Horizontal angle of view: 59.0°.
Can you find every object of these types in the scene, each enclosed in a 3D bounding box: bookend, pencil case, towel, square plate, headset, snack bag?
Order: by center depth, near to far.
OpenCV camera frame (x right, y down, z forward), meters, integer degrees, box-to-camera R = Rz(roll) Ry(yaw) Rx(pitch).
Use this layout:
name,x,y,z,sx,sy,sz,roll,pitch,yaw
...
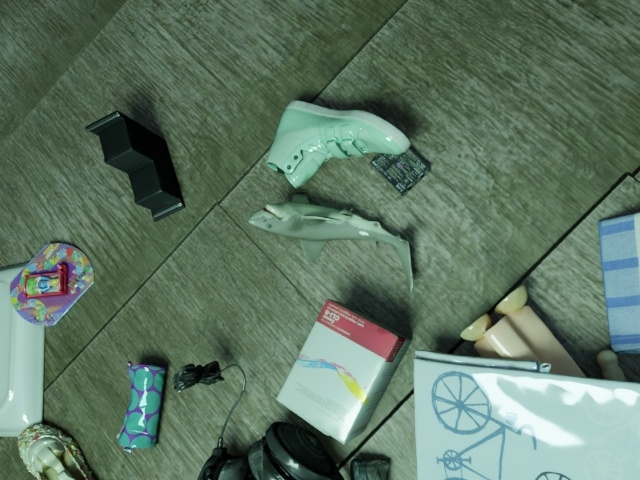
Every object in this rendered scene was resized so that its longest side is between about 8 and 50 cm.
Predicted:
name,x,y,z,sx,sy,sz,roll,pitch,yaw
towel,0.497,0.045,0.727,0.285,0.034,0.209,-17,70,58
snack bag,0.290,0.319,0.763,0.343,0.037,0.323,-1,93,30
headset,-0.106,0.370,0.867,0.243,0.185,0.394,-30,72,10
pencil case,-0.321,0.296,1.014,0.070,0.064,0.151,8,81,-6
bookend,-0.341,-0.134,1.055,0.072,0.156,0.157,-24,74,12
square plate,-0.721,0.229,1.163,0.344,0.049,0.347,-8,77,16

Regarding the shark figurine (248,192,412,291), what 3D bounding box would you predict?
name,x,y,z,sx,sy,sz,roll,pitch,yaw
shark figurine,0.025,0.000,0.963,0.278,0.166,0.116,14,110,2

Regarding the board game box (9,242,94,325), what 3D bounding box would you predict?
name,x,y,z,sx,sy,sz,roll,pitch,yaw
board game box,-0.539,0.081,1.117,0.133,0.033,0.168,38,78,11

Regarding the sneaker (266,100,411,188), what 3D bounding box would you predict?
name,x,y,z,sx,sy,sz,roll,pitch,yaw
sneaker,0.022,-0.144,0.968,0.256,0.094,0.151,18,80,33

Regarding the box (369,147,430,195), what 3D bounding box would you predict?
name,x,y,z,sx,sy,sz,roll,pitch,yaw
box,0.137,-0.128,0.975,0.067,0.018,0.083,-44,70,5

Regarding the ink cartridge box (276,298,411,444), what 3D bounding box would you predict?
name,x,y,z,sx,sy,sz,roll,pitch,yaw
ink cartridge box,0.040,0.201,0.884,0.127,0.128,0.176,26,88,21

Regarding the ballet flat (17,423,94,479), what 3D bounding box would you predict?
name,x,y,z,sx,sy,sz,roll,pitch,yaw
ballet flat,-0.467,0.417,1.025,0.241,0.077,0.091,39,61,16

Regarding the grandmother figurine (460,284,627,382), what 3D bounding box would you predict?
name,x,y,z,sx,sy,sz,roll,pitch,yaw
grandmother figurine,0.346,0.242,0.798,0.208,0.104,0.342,-44,67,15

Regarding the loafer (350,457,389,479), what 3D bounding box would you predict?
name,x,y,z,sx,sy,sz,roll,pitch,yaw
loafer,0.086,0.421,0.865,0.061,0.062,0.170,-5,80,-6
